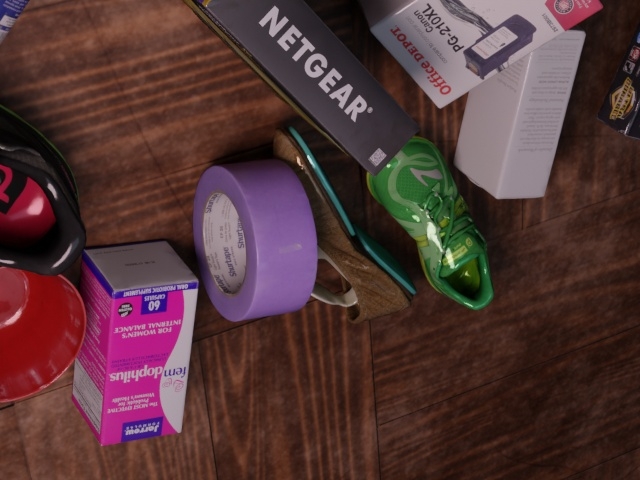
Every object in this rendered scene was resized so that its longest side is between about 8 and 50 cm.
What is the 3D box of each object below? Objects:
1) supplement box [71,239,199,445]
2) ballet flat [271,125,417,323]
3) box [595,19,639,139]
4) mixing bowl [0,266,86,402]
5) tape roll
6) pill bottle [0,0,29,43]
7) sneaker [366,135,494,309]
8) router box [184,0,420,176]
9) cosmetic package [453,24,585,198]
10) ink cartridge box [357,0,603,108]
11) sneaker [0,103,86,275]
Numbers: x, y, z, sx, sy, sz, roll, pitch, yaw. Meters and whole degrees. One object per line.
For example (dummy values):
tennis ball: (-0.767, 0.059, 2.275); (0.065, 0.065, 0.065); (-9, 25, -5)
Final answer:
supplement box: (-0.229, 0.125, 1.827); (0.111, 0.114, 0.220); (-7, 121, -28)
ballet flat: (0.000, 0.000, 1.903); (0.124, 0.116, 0.342); (-34, 134, 5)
box: (0.555, -0.263, 2.079); (0.296, 0.073, 0.293); (10, 109, -38)
mixing bowl: (-0.372, 0.085, 1.727); (0.181, 0.098, 0.181); (-15, 124, -23)
tape roll: (-0.081, -0.001, 1.791); (0.080, 0.189, 0.189); (-9, 120, -27)
pill bottle: (-0.336, -0.293, 1.518); (0.123, 0.123, 0.219); (30, 98, -38)
sneaker: (0.160, -0.023, 1.961); (0.109, 0.123, 0.295); (-39, 128, -5)
router box: (-0.055, -0.227, 1.643); (0.081, 0.243, 0.309); (-47, 129, 1)
cosmetic package: (0.254, -0.180, 1.931); (0.086, 0.117, 0.231); (-4, 119, -27)
ink cartridge box: (0.186, -0.291, 1.787); (0.237, 0.100, 0.172); (-32, 133, 18)
sneaker: (-0.420, -0.107, 1.523); (0.483, 0.202, 0.185); (28, 100, -38)
